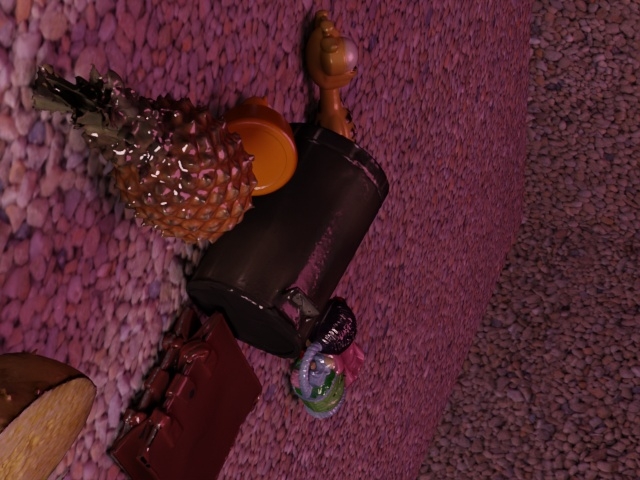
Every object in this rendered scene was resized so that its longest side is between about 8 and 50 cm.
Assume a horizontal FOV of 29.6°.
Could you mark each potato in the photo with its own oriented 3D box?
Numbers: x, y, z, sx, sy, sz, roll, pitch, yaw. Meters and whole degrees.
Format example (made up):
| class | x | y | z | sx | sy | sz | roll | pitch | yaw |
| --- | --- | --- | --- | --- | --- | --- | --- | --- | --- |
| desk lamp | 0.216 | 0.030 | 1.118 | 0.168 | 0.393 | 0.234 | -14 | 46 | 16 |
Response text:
| class | x | y | z | sx | sy | sz | roll | pitch | yaw |
| --- | --- | --- | --- | --- | --- | --- | --- | --- | --- |
| potato | -0.355 | 0.215 | 1.269 | 0.239 | 0.116 | 0.299 | -60 | 171 | 0 |

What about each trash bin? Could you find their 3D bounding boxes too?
| class | x | y | z | sx | sy | sz | roll | pitch | yaw |
| --- | --- | --- | --- | --- | --- | --- | --- | --- | --- |
| trash bin | -0.050 | 0.001 | 1.820 | 0.203 | 0.252 | 0.301 | 43 | 62 | -29 |

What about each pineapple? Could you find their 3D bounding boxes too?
| class | x | y | z | sx | sy | sz | roll | pitch | yaw |
| --- | --- | --- | --- | --- | --- | --- | --- | --- | --- |
| pineapple | -0.192 | -0.112 | 1.415 | 0.361 | 0.175 | 0.175 | 52 | 55 | -67 |

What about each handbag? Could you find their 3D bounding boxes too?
| class | x | y | z | sx | sy | sz | roll | pitch | yaw |
| --- | --- | --- | --- | --- | --- | --- | --- | --- | --- |
| handbag | -0.197 | 0.264 | 1.809 | 0.260 | 0.084 | 0.275 | -62 | 157 | -27 |

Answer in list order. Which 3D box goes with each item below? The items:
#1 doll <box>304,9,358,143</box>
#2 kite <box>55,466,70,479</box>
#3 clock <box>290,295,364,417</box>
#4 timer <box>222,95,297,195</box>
| class | x | y | z | sx | sy | sz | roll | pitch | yaw |
| --- | --- | --- | --- | --- | --- | --- | --- | --- | --- |
| doll | 0.020 | -0.251 | 2.033 | 0.117 | 0.086 | 0.291 | -116 | -163 | -50 |
| kite | -0.371 | 0.352 | 1.365 | 0.250 | 0.012 | 0.229 | -46 | 174 | -19 |
| clock | 0.013 | 0.223 | 2.332 | 0.195 | 0.100 | 0.194 | 78 | 34 | -50 |
| timer | -0.096 | -0.159 | 1.758 | 0.152 | 0.132 | 0.132 | -88 | 178 | -53 |
